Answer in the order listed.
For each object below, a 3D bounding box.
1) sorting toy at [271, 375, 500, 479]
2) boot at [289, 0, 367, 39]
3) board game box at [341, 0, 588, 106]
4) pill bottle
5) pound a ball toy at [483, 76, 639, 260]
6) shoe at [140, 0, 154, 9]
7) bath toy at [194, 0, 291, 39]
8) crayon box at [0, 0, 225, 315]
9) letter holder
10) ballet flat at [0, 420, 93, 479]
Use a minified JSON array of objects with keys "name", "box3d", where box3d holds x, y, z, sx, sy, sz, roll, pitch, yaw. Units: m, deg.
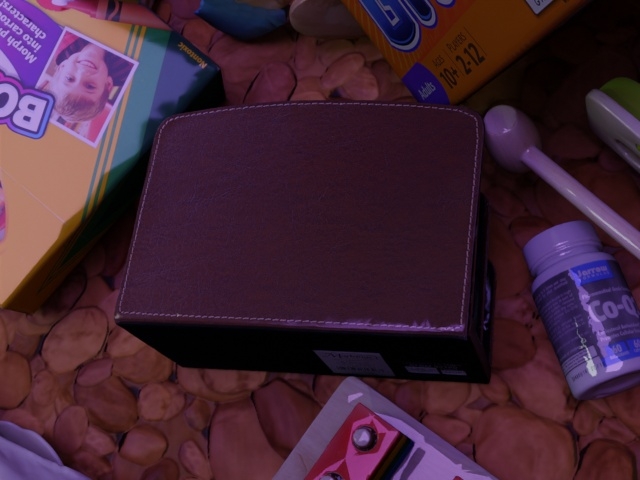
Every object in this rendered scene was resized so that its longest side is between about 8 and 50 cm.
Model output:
[{"name":"sorting toy","box3d":[0.042,0.277,0.782,0.257,0.089,0.255,33,82,24]},{"name":"boot","box3d":[0.082,-0.340,0.996,0.295,0.104,0.211,-20,68,-1]},{"name":"board game box","box3d":[0.161,-0.367,0.753,0.356,0.356,0.356,-37,91,-9]},{"name":"pill bottle","box3d":[0.225,0.058,0.816,0.078,0.078,0.137,-21,66,8]},{"name":"pound a ball toy","box3d":[0.316,-0.044,0.798,0.208,0.136,0.319,-44,65,4]},{"name":"shoe","box3d":[-0.225,-0.257,1.089,0.076,0.058,0.219,25,82,3]},{"name":"bath toy","box3d":[-0.078,-0.396,1.034,0.151,0.129,0.348,-18,61,37]},{"name":"crayon box","box3d":[-0.335,-0.159,0.985,0.363,0.106,0.313,40,82,5]},{"name":"letter holder","box3d":[0.000,0.000,0.868,0.301,0.152,0.215,1,68,17]},{"name":"ballet flat","box3d":[-0.368,0.197,0.923,0.400,0.139,0.139,25,79,22]}]
